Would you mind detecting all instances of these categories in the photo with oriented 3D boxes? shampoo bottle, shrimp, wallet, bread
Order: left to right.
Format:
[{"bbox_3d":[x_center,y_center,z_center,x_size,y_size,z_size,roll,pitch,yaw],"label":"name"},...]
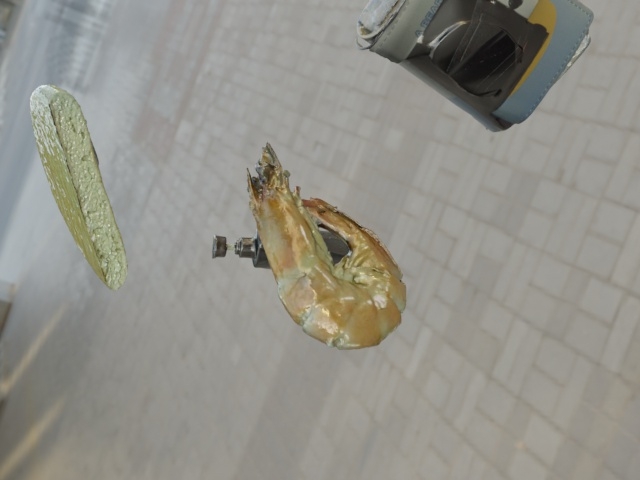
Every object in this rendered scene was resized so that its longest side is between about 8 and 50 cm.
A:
[{"bbox_3d":[-0.219,-0.058,1.062,0.112,0.036,0.193,32,140,54],"label":"bread"},{"bbox_3d":[-0.021,0.008,0.987,0.048,0.137,0.027,105,163,-47],"label":"shampoo bottle"},{"bbox_3d":[0.000,0.000,0.866,0.180,0.099,0.041,59,152,23],"label":"shrimp"},{"bbox_3d":[0.157,-0.210,1.156,0.170,0.231,0.069,-53,42,13],"label":"wallet"}]
